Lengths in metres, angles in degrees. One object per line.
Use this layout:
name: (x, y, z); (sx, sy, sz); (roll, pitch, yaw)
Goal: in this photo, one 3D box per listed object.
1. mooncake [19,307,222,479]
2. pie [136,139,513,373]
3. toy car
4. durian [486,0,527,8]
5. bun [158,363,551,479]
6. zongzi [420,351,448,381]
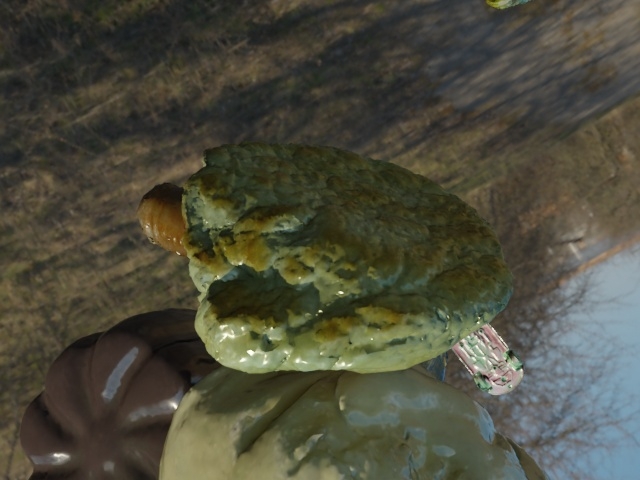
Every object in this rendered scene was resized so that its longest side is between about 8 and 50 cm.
mooncake: (-0.207, 0.230, 0.902); (0.306, 0.306, 0.154); (-34, 160, 22)
pie: (0.009, -0.001, 0.602); (0.257, 0.274, 0.106); (-14, 127, -22)
toy car: (0.220, 0.145, 1.053); (0.069, 0.142, 0.055); (-40, 175, 16)
durian: (0.339, -0.414, 1.138); (0.352, 0.169, 0.158); (-35, 138, -61)
bun: (0.044, 0.205, 0.671); (0.360, 0.359, 0.211); (121, -7, -74)
zongzi: (0.126, 0.309, 1.385); (0.274, 0.145, 0.300); (-66, 163, 4)
